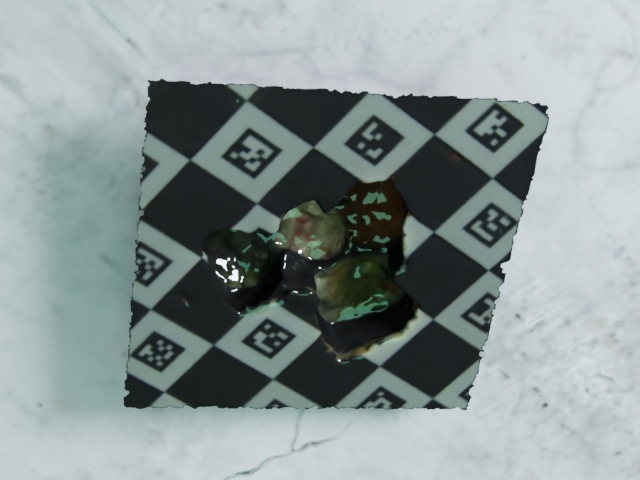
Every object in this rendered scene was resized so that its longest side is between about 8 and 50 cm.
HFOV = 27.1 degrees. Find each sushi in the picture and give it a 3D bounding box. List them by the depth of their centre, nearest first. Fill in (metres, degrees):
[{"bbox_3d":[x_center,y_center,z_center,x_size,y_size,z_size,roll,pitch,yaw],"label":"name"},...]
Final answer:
[{"bbox_3d":[0.000,0.000,0.780,0.219,0.047,0.231,2,127,-11],"label":"sushi"}]
